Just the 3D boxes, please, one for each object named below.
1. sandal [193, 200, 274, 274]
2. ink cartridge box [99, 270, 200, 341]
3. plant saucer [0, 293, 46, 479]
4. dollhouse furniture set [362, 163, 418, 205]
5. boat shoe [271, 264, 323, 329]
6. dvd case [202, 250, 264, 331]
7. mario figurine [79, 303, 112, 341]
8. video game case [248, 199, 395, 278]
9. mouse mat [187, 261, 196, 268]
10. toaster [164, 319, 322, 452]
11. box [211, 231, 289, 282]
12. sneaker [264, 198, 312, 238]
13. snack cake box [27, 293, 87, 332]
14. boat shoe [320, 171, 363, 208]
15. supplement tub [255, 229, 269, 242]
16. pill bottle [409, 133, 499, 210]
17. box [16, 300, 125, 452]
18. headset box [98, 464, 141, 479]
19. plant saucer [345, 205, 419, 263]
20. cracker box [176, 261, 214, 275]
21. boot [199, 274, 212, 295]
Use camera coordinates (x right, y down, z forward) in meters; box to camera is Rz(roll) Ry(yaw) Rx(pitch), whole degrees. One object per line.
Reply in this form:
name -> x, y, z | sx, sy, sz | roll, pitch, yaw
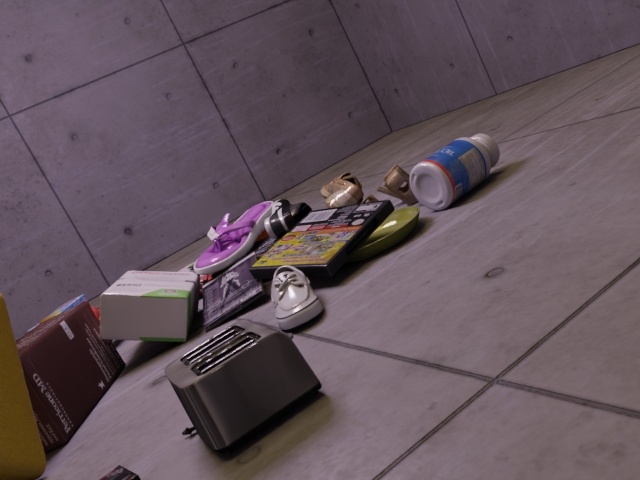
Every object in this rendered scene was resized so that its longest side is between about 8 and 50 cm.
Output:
sandal -> -0.255, -0.029, 1.816 | 0.169, 0.102, 0.416 | -20, 18, 25
ink cartridge box -> -0.413, 0.157, 1.589 | 0.198, 0.114, 0.273 | 2, 8, -5
plant saucer -> -0.661, 0.295, 1.108 | 0.333, 0.332, 0.081 | -24, -12, 17
dollhouse furniture set -> 0.192, -0.103, 1.721 | 0.161, 0.101, 0.182 | -50, 5, 14
boat shoe -> -0.061, 0.104, 1.251 | 0.095, 0.084, 0.258 | -28, 10, -7
dvd case -> -0.216, 0.119, 1.560 | 0.165, 0.018, 0.221 | -34, 26, 4
mario figurine -> -0.596, 0.254, 1.879 | 0.320, 0.170, 0.198 | -24, -33, -53
video game case -> 0.000, 0.000, 1.465 | 0.275, 0.035, 0.248 | -5, 32, 48
mouse mat -> -0.335, 0.038, 2.117 | 0.153, 0.007, 0.190 | -18, 13, 36
toaster -> -0.116, 0.194, 0.875 | 0.186, 0.110, 0.168 | -31, 10, -19
box -> -0.118, 0.034, 1.765 | 0.308, 0.076, 0.242 | -23, 11, 22
sneaker -> -0.074, -0.074, 1.794 | 0.121, 0.079, 0.217 | -20, 19, 15
snack cake box -> -0.780, 0.284, 1.987 | 0.089, 0.152, 0.264 | -26, 11, 5
boat shoe -> 0.080, -0.141, 1.929 | 0.110, 0.122, 0.341 | -51, 11, 9
supplement tub -> -0.145, -0.029, 2.034 | 0.117, 0.117, 0.190 | -24, 11, 18
pill bottle -> 0.327, -0.172, 1.530 | 0.221, 0.124, 0.124 | -33, 12, -32
box -> -0.564, 0.281, 1.346 | 0.143, 0.191, 0.381 | -26, 11, 6
headset box -> -0.267, 0.325, 0.822 | 0.062, 0.032, 0.083 | -33, 11, -34
plant saucer -> 0.124, -0.007, 1.468 | 0.241, 0.037, 0.241 | -27, 10, 5
cracker box -> -0.382, 0.096, 2.153 | 0.232, 0.067, 0.155 | -26, 10, 10
boot -> -0.400, 0.156, 1.859 | 0.176, 0.088, 0.244 | -23, 7, 11
